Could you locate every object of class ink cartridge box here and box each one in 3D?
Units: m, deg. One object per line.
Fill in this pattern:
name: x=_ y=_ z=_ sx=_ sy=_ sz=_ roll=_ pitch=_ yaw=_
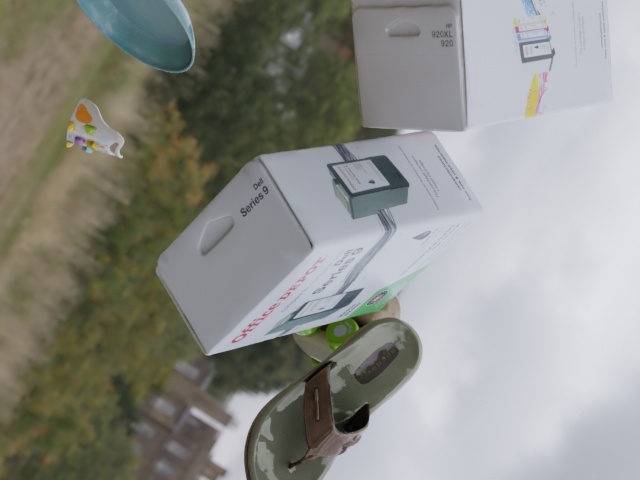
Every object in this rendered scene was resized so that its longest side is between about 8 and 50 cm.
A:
ink cartridge box: x=0.173 y=-0.216 z=1.687 sx=0.232 sy=0.168 sz=0.171 roll=-13 pitch=-167 yaw=-38
ink cartridge box: x=0.000 y=0.000 z=1.671 sx=0.289 sy=0.121 sz=0.211 roll=-12 pitch=154 yaw=-47

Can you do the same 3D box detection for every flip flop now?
flip flop: x=0.020 y=0.197 z=1.816 sx=0.277 sy=0.112 sz=0.080 roll=-42 pitch=-169 yaw=-16

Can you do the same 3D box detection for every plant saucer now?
plant saucer: x=-0.138 y=-0.176 z=1.177 sx=0.021 sy=0.119 sz=0.119 roll=-52 pitch=-178 yaw=-22

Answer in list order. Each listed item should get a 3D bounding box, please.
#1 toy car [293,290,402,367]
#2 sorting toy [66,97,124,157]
toy car: x=0.062 y=0.108 z=2.367 sx=0.188 sy=0.149 sz=0.155 roll=-54 pitch=146 yaw=-19
sorting toy: x=-0.291 y=-0.135 z=2.045 sx=0.045 sy=0.075 sz=0.083 roll=-62 pitch=176 yaw=-27
